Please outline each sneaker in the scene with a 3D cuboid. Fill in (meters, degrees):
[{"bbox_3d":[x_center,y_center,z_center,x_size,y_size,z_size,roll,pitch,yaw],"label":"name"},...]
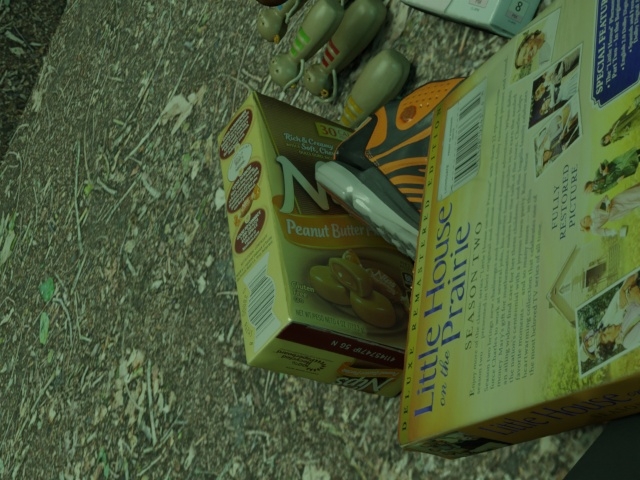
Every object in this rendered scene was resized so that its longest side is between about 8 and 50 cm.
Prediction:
[{"bbox_3d":[0.144,-0.053,0.964,0.180,0.124,0.321,-49,53,-2],"label":"sneaker"}]

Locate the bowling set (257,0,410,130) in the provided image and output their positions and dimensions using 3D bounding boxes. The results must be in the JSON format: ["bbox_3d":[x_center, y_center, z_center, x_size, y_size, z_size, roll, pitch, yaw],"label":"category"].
[{"bbox_3d":[-0.026,-0.262,1.271,0.154,0.200,0.287,-50,34,33],"label":"bowling set"}]

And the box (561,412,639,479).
[{"bbox_3d":[0.285,0.137,0.609,0.270,0.165,0.143,-57,34,21],"label":"box"}]

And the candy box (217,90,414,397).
[{"bbox_3d":[0.000,0.000,1.098,0.087,0.183,0.316,-45,40,36],"label":"candy box"}]

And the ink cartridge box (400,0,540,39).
[{"bbox_3d":[0.193,-0.344,1.103,0.189,0.066,0.232,38,111,57],"label":"ink cartridge box"}]

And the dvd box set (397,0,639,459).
[{"bbox_3d":[0.182,-0.037,0.664,0.420,0.062,0.308,140,143,-60],"label":"dvd box set"}]
